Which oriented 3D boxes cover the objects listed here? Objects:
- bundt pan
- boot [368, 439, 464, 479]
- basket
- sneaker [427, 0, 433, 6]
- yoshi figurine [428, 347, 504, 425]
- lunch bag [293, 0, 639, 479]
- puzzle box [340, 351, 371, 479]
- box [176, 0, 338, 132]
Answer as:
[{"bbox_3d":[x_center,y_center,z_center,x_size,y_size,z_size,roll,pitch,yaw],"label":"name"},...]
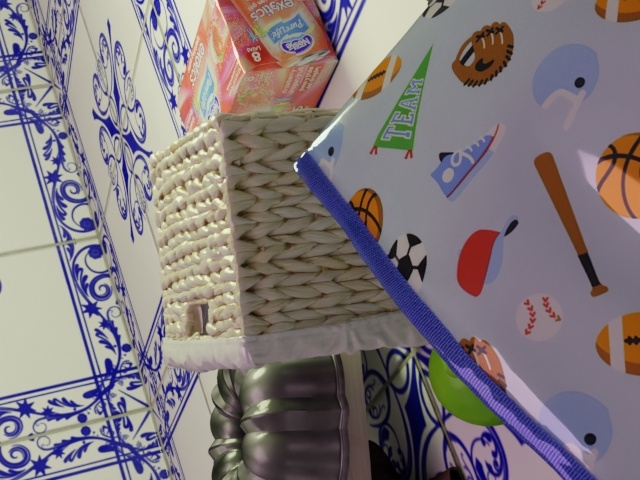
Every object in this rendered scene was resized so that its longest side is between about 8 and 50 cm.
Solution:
[{"bbox_3d":[-0.070,0.261,1.617,0.331,0.124,0.331,-176,90,-72],"label":"bundt pan"},{"bbox_3d":[0.128,0.339,1.587,0.207,0.090,0.248,-52,47,44],"label":"boot"},{"bbox_3d":[0.000,0.000,1.384,0.328,0.331,0.266,167,98,-68],"label":"basket"},{"bbox_3d":[0.172,-0.167,1.092,0.146,0.134,0.343,32,164,14],"label":"sneaker"},{"bbox_3d":[0.216,0.124,1.089,0.362,0.203,0.203,-153,48,-66],"label":"yoshi figurine"},{"bbox_3d":[0.213,-0.032,0.810,0.328,0.239,0.385,-52,37,12],"label":"lunch bag"},{"bbox_3d":[-0.007,0.201,1.719,0.272,0.052,0.409,128,141,-61],"label":"puzzle box"},{"bbox_3d":[-0.099,-0.226,1.739,0.300,0.142,0.154,122,132,-60],"label":"box"}]
